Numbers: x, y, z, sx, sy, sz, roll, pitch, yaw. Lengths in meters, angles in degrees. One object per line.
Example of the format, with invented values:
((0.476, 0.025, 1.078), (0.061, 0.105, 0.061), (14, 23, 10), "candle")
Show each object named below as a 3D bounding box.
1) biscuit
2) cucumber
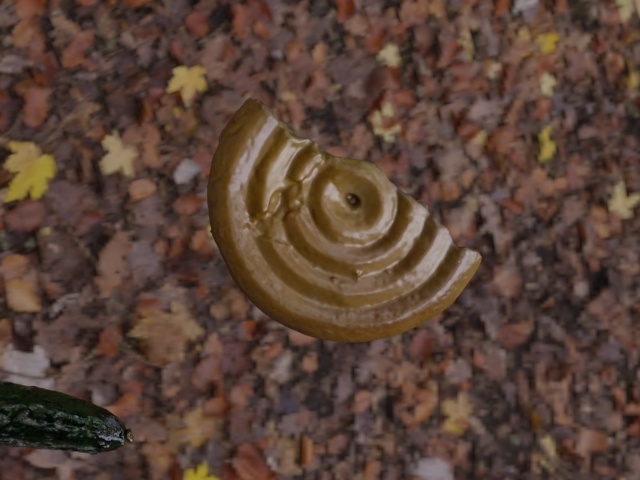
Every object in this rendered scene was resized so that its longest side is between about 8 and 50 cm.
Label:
((0.000, 0.000, 1.067), (0.224, 0.033, 0.144), (37, 94, -4), "biscuit")
((-0.306, 0.154, 1.244), (0.067, 0.293, 0.068), (3, 90, -81), "cucumber")
